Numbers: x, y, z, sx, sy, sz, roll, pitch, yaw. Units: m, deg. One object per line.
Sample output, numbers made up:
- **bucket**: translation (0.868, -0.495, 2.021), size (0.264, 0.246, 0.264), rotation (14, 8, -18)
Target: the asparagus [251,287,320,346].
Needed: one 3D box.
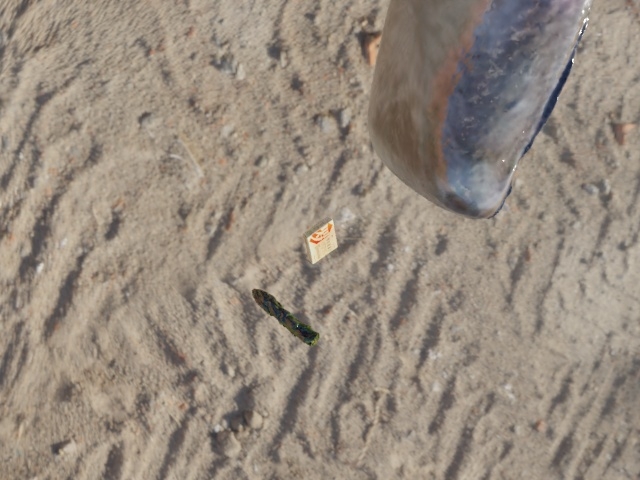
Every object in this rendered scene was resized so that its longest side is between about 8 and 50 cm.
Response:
- **asparagus**: translation (-0.071, 0.145, 1.424), size (0.165, 0.030, 0.036), rotation (39, 100, 14)

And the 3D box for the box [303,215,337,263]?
- **box**: translation (0.000, 0.000, 1.324), size (0.058, 0.015, 0.093), rotation (-34, 151, -14)

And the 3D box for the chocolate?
- **chocolate**: translation (0.116, -0.178, 0.600), size (0.101, 0.185, 0.303), rotation (0, 118, -33)
